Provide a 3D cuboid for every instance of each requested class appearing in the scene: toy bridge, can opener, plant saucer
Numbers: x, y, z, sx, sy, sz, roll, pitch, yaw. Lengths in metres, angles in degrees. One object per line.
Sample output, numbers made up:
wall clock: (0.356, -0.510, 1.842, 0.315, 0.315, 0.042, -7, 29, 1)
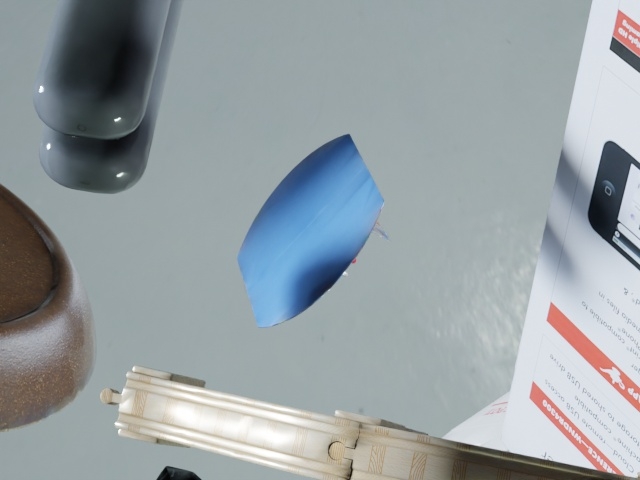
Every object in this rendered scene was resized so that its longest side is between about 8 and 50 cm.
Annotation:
toy bridge: (0.016, 0.066, 0.461, 0.188, 0.063, 0.026, 10, 83, 19)
can opener: (-0.093, -0.148, 0.674, 0.093, 0.280, 0.074, 3, 147, -1)
plant saucer: (-0.274, 0.003, 0.931, 0.310, 0.310, 0.050, 27, 111, -5)

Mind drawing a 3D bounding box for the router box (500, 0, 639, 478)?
router box: (0.216, 0.069, 0.547, 0.082, 0.335, 0.301, -22, 139, -26)

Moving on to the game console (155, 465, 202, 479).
game console: (-0.182, 0.437, 1.607, 0.044, 0.361, 0.213, -4, 132, 44)

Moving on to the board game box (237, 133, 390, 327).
board game box: (0.000, 0.000, 1.125, 0.033, 0.169, 0.133, 36, 106, -28)

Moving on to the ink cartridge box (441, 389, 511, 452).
ink cartridge box: (0.246, 0.142, 1.199, 0.353, 0.207, 0.119, -31, 90, -19)
